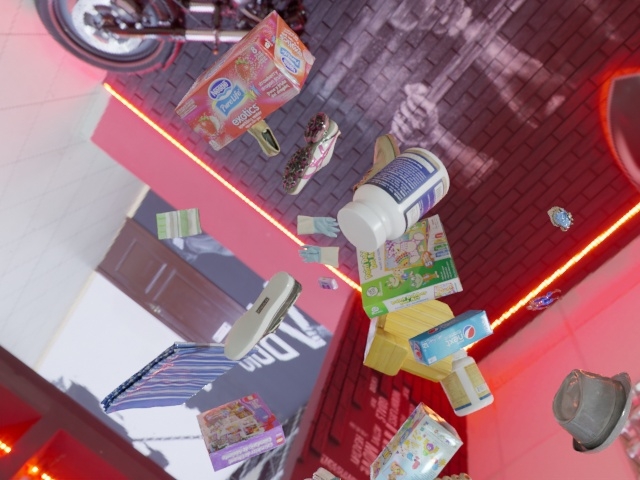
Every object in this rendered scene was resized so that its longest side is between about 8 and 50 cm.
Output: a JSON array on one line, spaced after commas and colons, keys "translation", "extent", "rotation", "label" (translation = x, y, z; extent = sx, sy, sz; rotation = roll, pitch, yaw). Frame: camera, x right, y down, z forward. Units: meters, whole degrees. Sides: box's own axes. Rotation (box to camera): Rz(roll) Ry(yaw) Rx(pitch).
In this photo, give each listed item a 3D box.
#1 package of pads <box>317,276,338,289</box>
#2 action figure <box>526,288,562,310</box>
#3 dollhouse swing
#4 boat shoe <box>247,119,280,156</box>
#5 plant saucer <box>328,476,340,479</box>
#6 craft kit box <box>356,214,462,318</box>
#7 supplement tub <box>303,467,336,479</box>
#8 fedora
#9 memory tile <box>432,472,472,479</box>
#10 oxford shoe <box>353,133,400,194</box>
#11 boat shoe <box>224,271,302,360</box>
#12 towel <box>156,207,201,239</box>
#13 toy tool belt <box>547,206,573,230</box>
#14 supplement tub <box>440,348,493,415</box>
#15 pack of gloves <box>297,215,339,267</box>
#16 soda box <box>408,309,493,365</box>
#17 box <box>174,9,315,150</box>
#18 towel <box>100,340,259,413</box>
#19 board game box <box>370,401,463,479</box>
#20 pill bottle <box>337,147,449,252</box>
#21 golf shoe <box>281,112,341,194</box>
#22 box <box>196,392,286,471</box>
[{"translation": [0.032, 0.182, 2.167], "extent": [0.083, 0.050, 0.032], "rotation": [0, -147, 44], "label": "package of pads"}, {"translation": [0.612, 0.166, 1.394], "extent": [0.115, 0.038, 0.030], "rotation": [-19, -165, -15], "label": "action figure"}, {"translation": [0.325, 0.250, 1.661], "extent": [0.315, 0.304, 0.347], "rotation": [99, 6, -54], "label": "dollhouse swing"}, {"translation": [-0.196, -0.374, 1.714], "extent": [0.068, 0.190, 0.072], "rotation": [-46, -162, -22], "label": "boat shoe"}, {"translation": [-0.032, 0.689, 1.345], "extent": [0.192, 0.018, 0.067], "rotation": [-28, -164, 6], "label": "plant saucer"}, {"translation": [0.223, 0.064, 1.341], "extent": [0.246, 0.061, 0.250], "rotation": [-22, -142, 16], "label": "craft kit box"}, {"translation": [-0.035, 0.964, 1.703], "extent": [0.325, 0.235, 0.235], "rotation": [-42, 180, -27], "label": "supplement tub"}, {"translation": [0.737, 0.449, 1.412], "extent": [0.275, 0.124, 0.244], "rotation": [-48, 167, -46], "label": "fedora"}, {"translation": [0.359, 0.634, 1.274], "extent": [0.113, 0.148, 0.012], "rotation": [43, -66, 48], "label": "memory tile"}, {"translation": [0.169, -0.178, 1.548], "extent": [0.123, 0.130, 0.349], "rotation": [117, -21, -66], "label": "oxford shoe"}, {"translation": [-0.117, 0.172, 1.092], "extent": [0.219, 0.070, 0.077], "rotation": [-52, -137, -5], "label": "boat shoe"}, {"translation": [-0.507, -0.062, 1.821], "extent": [0.023, 0.151, 0.113], "rotation": [99, -21, -57], "label": "towel"}, {"translation": [0.687, -0.059, 1.441], "extent": [0.052, 0.083, 0.051], "rotation": [-41, -169, -9], "label": "toy tool belt"}, {"translation": [0.499, 0.497, 1.787], "extent": [0.144, 0.200, 0.144], "rotation": [-21, 161, -8], "label": "supplement tub"}, {"translation": [0.000, 0.000, 2.065], "extent": [0.232, 0.195, 0.046], "rotation": [6, -171, 44], "label": "pack of gloves"}, {"translation": [0.344, 0.253, 1.344], "extent": [0.210, 0.067, 0.071], "rotation": [-21, -179, -17], "label": "soda box"}, {"translation": [-0.150, -0.304, 0.994], "extent": [0.256, 0.122, 0.128], "rotation": [-23, -144, 38], "label": "box"}, {"translation": [-0.341, 0.336, 1.228], "extent": [0.336, 0.040, 0.243], "rotation": [-38, 147, 29], "label": "towel"}, {"translation": [0.295, 0.676, 1.599], "extent": [0.275, 0.144, 0.142], "rotation": [-52, 175, 1], "label": "board game box"}, {"translation": [0.174, -0.096, 1.220], "extent": [0.264, 0.153, 0.153], "rotation": [-39, 178, -26], "label": "pill bottle"}, {"translation": [-0.013, -0.174, 1.085], "extent": [0.067, 0.086, 0.186], "rotation": [24, -96, 48], "label": "golf shoe"}, {"translation": [-0.238, 0.542, 1.466], "extent": [0.200, 0.057, 0.293], "rotation": [-16, -173, -19], "label": "box"}]
